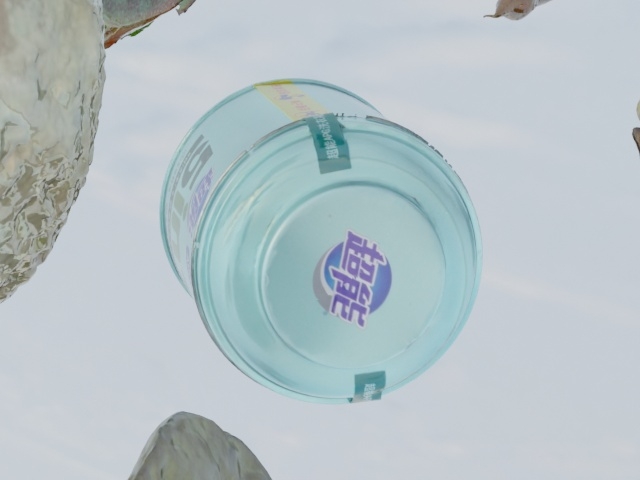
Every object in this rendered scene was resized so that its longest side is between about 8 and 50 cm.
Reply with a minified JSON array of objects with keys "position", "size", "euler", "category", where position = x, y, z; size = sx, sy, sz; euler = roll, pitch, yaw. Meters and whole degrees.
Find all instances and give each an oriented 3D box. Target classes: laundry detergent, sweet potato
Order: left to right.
[{"position":[0.000,0.000,1.983],"size":[0.287,0.287,0.305],"euler":[28,-174,-17],"category":"laundry detergent"},{"position":[0.221,-0.271,2.179],"size":[0.056,0.195,0.056],"euler":[13,120,23],"category":"sweet potato"}]

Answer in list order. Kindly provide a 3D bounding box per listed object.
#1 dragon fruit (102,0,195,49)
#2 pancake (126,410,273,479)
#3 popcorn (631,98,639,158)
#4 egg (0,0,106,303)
[{"position":[-0.188,-0.279,1.625],"size":[0.130,0.295,0.268],"euler":[8,123,40],"category":"dragon fruit"},{"position":[-0.064,0.215,1.131],"size":[0.050,0.242,0.242],"euler":[-21,145,20],"category":"pancake"},{"position":[0.459,-0.068,2.092],"size":[0.280,0.297,0.316],"euler":[-16,166,-4],"category":"popcorn"},{"position":[-0.238,-0.091,1.018],"size":[0.279,0.310,0.279],"euler":[7,-152,-4],"category":"egg"}]
